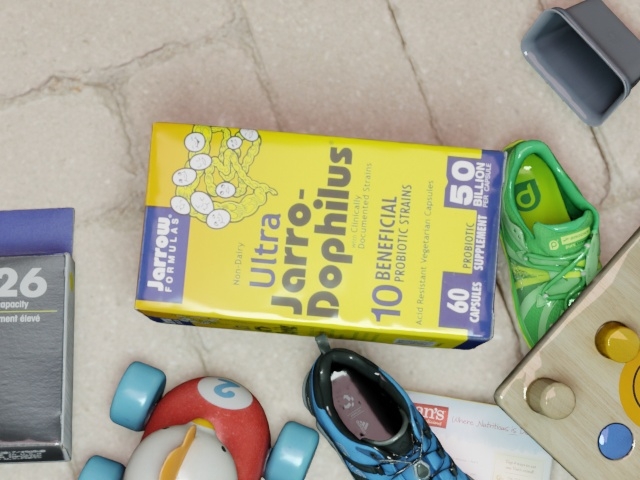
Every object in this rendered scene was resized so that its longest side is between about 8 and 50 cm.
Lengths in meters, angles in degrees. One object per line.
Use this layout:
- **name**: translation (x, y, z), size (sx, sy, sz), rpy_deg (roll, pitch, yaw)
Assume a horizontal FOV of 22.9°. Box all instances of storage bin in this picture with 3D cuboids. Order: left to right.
- **storage bin**: translation (0.309, -0.208, 1.797), size (0.091, 0.098, 0.135), rpy_deg (-32, 76, -37)

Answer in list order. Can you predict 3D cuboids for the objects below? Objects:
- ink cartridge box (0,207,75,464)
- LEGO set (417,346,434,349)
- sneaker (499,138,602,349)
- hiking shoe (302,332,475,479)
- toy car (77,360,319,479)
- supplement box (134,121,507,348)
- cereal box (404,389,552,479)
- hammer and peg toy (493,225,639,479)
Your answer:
- **ink cartridge box**: translation (-0.415, 0.090, 1.671), size (0.303, 0.072, 0.307), rpy_deg (-3, 63, -3)
- **LEGO set**: translation (0.019, 0.013, 1.742), size (0.244, 0.060, 0.182), rpy_deg (8, 71, 1)
- **sneaker**: translation (0.255, 0.026, 1.707), size (0.109, 0.123, 0.295), rpy_deg (-20, 77, -7)
- **hiking shoe**: translation (0.082, 0.235, 1.596), size (0.113, 0.132, 0.304), rpy_deg (-41, 75, -8)
- **toy car**: translation (-0.130, 0.225, 1.586), size (0.219, 0.238, 0.210), rpy_deg (21, 75, 4)
- **supplement box**: translation (0.000, 0.000, 1.635), size (0.356, 0.195, 0.194), rpy_deg (5, 83, 0)
- **cereal box**: translation (0.150, 0.290, 1.672), size (0.173, 0.047, 0.240), rpy_deg (10, 74, 4)
- **hammer and peg toy**: translation (0.379, 0.192, 1.617), size (0.361, 0.127, 0.266), rpy_deg (44, 84, -9)
